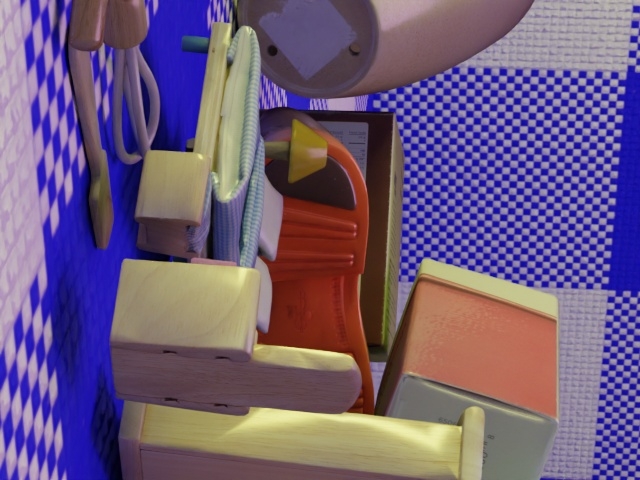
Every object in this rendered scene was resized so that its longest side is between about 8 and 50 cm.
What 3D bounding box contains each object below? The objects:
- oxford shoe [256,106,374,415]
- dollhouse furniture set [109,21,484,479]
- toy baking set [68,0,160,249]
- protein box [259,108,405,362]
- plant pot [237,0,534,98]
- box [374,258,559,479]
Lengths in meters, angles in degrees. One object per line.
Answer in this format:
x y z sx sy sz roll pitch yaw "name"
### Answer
-0.027 0.071 1.387 0.133 0.130 0.363 -115 -150 -65 "oxford shoe"
0.001 -0.001 1.033 0.286 0.198 0.303 97 -1 -60 "dollhouse furniture set"
-0.101 -0.133 0.921 0.197 0.030 0.256 77 16 -73 "toy baking set"
0.000 0.000 1.565 0.200 0.136 0.201 57 36 -81 "protein box"
0.041 -0.229 1.525 0.274 0.256 0.256 -50 146 -55 "plant pot"
0.112 0.135 1.406 0.232 0.127 0.148 -72 179 -68 "box"
